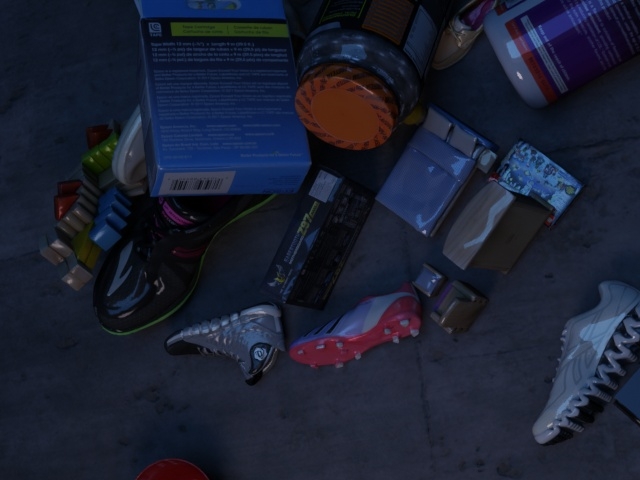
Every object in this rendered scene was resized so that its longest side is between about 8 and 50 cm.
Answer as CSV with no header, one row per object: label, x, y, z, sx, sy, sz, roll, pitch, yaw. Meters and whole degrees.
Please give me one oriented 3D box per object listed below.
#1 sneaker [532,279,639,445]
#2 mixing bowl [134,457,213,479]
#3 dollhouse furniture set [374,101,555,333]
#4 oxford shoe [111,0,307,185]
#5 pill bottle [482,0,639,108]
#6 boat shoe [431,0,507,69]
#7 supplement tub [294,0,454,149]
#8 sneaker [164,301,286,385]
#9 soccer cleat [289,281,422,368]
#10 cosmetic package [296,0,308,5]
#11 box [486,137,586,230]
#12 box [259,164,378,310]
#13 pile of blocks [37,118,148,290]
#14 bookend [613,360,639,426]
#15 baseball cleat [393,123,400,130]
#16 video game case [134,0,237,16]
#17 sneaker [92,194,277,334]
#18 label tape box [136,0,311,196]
sneaker,0.418,0.193,1.788,0.118,0.110,0.292,36,88,29
mixing bowl,-0.239,0.471,1.992,0.181,0.098,0.182,-3,81,20
dollhouse furniture set,0.168,-0.053,1.845,0.303,0.198,0.286,40,105,26
oxford shoe,-0.187,-0.256,2.006,0.130,0.169,0.449,43,79,13
pill bottle,0.434,-0.357,1.808,0.323,0.181,0.182,-28,74,15
boat shoe,0.244,-0.366,1.946,0.170,0.059,0.063,-47,70,9
supplement tub,0.086,-0.324,1.852,0.207,0.207,0.338,7,54,21
sneaker,-0.164,0.201,2.011,0.228,0.086,0.132,-20,79,16
soccer cleat,0.060,0.147,1.946,0.248,0.083,0.095,-21,46,22
cosmetic package,0.039,-0.564,1.999,0.309,0.160,0.113,-33,72,12
box,0.357,-0.093,1.883,0.137,0.027,0.094,40,98,21
box,0.000,0.000,1.921,0.059,0.183,0.233,27,94,22
pile of blocks,-0.406,-0.093,2.047,0.149,0.112,0.362,-12,50,33
bookend,0.511,0.211,1.713,0.072,0.157,0.156,42,97,21
baseball cleat,0.056,-0.259,1.997,0.109,0.072,0.206,-48,66,16
video game case,-0.257,-0.474,2.170,0.204,0.025,0.285,-27,74,15
sneaker,-0.254,-0.038,2.012,0.185,0.202,0.483,44,98,21
label tape box,-0.169,-0.248,1.869,0.249,0.115,0.348,-3,64,-16
